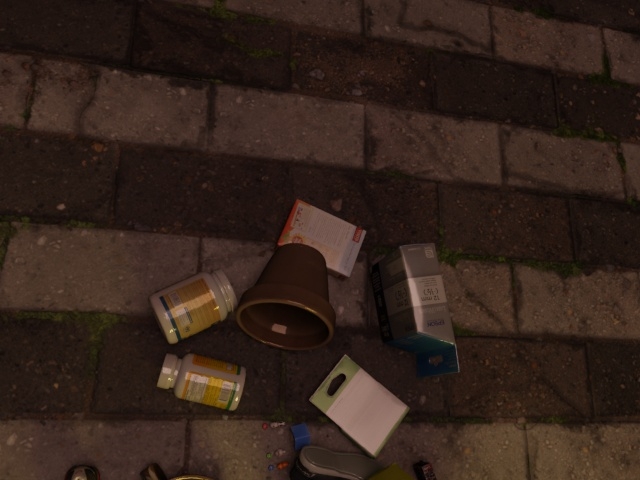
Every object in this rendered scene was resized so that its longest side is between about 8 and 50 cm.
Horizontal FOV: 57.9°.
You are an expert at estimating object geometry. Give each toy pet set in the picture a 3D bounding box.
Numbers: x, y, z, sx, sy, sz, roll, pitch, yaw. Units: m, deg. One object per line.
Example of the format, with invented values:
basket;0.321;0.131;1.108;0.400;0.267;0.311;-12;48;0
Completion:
toy pet set;-0.086;0.535;1.523;0.114;0.065;0.122;-8;77;-17

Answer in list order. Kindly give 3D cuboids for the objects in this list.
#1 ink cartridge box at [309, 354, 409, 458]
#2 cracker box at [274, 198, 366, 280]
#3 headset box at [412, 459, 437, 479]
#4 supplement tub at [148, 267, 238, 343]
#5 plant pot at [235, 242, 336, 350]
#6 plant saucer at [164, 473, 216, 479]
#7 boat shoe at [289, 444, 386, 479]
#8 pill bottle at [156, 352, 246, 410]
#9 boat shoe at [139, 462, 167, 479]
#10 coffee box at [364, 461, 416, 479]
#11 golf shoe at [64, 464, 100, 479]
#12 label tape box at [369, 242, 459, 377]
ink cartridge box;0.106;0.459;1.606;0.235;0.056;0.171;38;67;9
cracker box;0.000;0.000;1.703;0.232;0.067;0.156;25;70;-6
headset box;0.291;0.650;1.596;0.032;0.062;0.083;-14;78;-19
supplement tub;-0.333;0.168;1.519;0.199;0.144;0.144;-25;82;-20
plant pot;-0.076;0.140;1.569;0.263;0.263;0.229;19;51;-9
plant saucer;-0.332;0.696;1.387;0.277;0.041;0.278;0;90;-22
boat shoe;0.061;0.624;1.527;0.302;0.114;0.091;25;108;-17
pill bottle;-0.306;0.357;1.486;0.208;0.117;0.118;16;71;-11
boat shoe;-0.393;0.623;1.424;0.049;0.056;0.152;-25;90;5
coffee box;0.165;0.791;1.326;0.338;0.337;0.334;-23;102;-20
golf shoe;-0.560;0.663;1.327;0.105;0.120;0.273;-3;77;-18
label tape box;0.253;0.207;1.614;0.115;0.249;0.348;-3;75;-17
